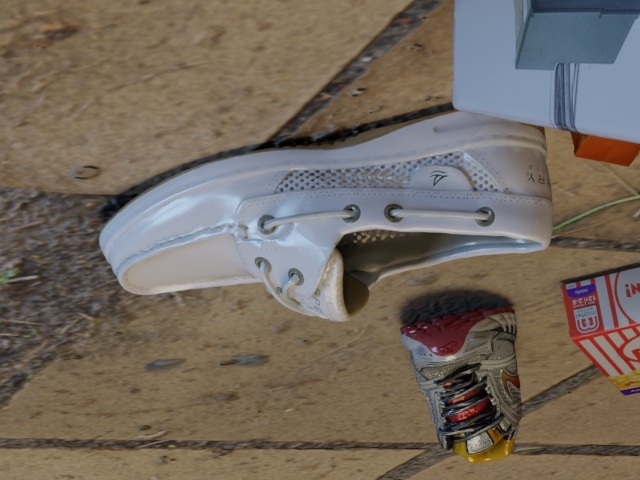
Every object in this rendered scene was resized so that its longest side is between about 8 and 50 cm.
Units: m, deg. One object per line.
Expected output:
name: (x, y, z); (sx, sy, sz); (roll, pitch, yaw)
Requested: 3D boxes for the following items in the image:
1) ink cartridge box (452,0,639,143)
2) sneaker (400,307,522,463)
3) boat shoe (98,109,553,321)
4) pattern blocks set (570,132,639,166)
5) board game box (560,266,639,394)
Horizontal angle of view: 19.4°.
ink cartridge box: (0.192, -0.094, 0.719); (0.198, 0.115, 0.273); (0, -172, -18)
sneaker: (0.119, 0.112, 1.426); (0.088, 0.093, 0.225); (-12, 158, 11)
boat shoe: (0.000, 0.000, 1.084); (0.277, 0.096, 0.098); (-15, 159, 18)
pattern blocks set: (0.275, -0.097, 1.027); (0.285, 0.026, 0.325); (-12, 159, 10)
board game box: (0.276, 0.062, 1.418); (0.146, 0.045, 0.193); (-15, 158, 17)
